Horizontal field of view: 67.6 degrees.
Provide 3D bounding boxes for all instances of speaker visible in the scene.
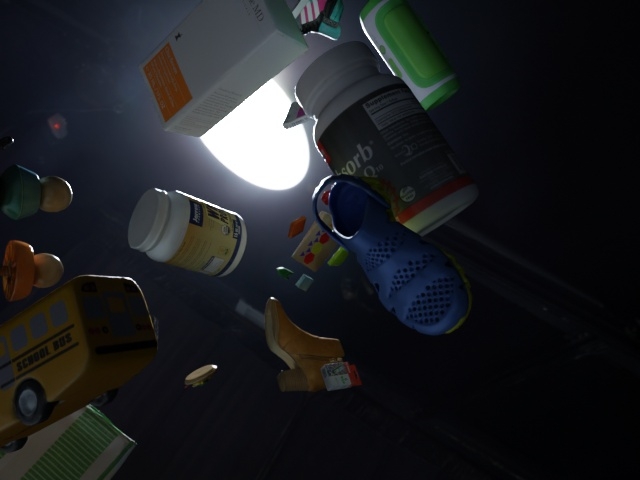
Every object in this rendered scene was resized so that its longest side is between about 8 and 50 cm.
[{"bbox_3d":[0.225,-0.476,1.204,0.296,0.131,0.131,56,-31,2],"label":"speaker"}]

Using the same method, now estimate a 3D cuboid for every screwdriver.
[{"bbox_3d":[-0.770,-0.200,1.099,0.025,0.170,0.024,-19,-61,24],"label":"screwdriver"}]

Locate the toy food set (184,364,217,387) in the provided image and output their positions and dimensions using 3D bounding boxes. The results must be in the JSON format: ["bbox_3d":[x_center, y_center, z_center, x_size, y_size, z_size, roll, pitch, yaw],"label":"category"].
[{"bbox_3d":[-0.284,0.321,1.128,0.083,0.082,0.020,-18,-83,31],"label":"toy food set"}]

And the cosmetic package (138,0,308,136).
[{"bbox_3d":[-0.284,-0.513,1.345,0.453,0.161,0.230,-30,-102,27],"label":"cosmetic package"}]

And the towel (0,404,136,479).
[{"bbox_3d":[-0.530,0.364,0.841,0.325,0.248,0.038,41,-38,-7],"label":"towel"}]

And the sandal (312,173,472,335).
[{"bbox_3d":[0.084,0.009,0.694,0.138,0.126,0.317,19,25,-51],"label":"sandal"}]

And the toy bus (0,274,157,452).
[{"bbox_3d":[-0.364,0.173,0.592,0.130,0.333,0.108,66,18,15],"label":"toy bus"}]

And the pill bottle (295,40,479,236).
[{"bbox_3d":[0.115,-0.178,0.911,0.363,0.210,0.210,58,-28,10],"label":"pill bottle"}]

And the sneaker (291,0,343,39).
[{"bbox_3d":[-0.021,-0.749,1.670,0.178,0.295,0.124,37,5,-15],"label":"sneaker"}]

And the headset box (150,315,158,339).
[{"bbox_3d":[-0.478,0.247,1.343,0.032,0.062,0.083,-3,-15,-9],"label":"headset box"}]

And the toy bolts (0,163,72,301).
[{"bbox_3d":[-0.518,-0.035,0.797,0.218,0.158,0.228,50,-57,34],"label":"toy bolts"}]

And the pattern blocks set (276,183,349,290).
[{"bbox_3d":[0.000,0.000,1.470,0.026,0.325,0.285,39,-6,41],"label":"pattern blocks set"}]

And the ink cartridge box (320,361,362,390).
[{"bbox_3d":[0.062,0.356,1.264,0.115,0.063,0.029,3,-39,-33],"label":"ink cartridge box"}]

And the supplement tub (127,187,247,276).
[{"bbox_3d":[-0.421,-0.023,1.529,0.316,0.228,0.228,22,-16,-41],"label":"supplement tub"}]

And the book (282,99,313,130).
[{"bbox_3d":[-0.028,-0.346,1.245,0.144,0.096,0.035,-12,-45,34],"label":"book"}]

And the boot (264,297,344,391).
[{"bbox_3d":[-0.044,0.306,1.439,0.211,0.295,0.104,-2,-28,-27],"label":"boot"}]
